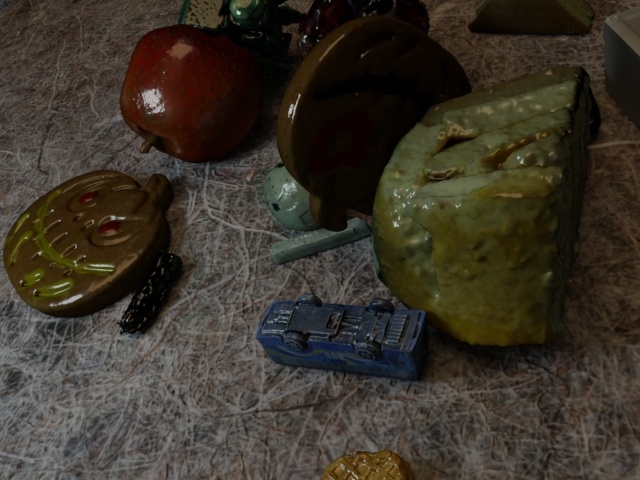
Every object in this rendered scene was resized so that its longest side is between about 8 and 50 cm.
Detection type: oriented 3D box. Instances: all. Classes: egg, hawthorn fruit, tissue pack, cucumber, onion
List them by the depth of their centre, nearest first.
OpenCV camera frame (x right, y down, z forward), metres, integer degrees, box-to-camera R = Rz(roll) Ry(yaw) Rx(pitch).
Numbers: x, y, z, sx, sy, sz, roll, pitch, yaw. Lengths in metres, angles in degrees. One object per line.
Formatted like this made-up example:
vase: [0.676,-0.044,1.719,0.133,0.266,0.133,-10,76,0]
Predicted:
tissue pack: [0.559,-0.259,1.095,0.159,0.136,0.246,-17,41,7]
egg: [-0.035,-0.079,1.185,0.164,0.131,0.131,4,46,48]
cucumber: [-0.283,0.084,1.186,0.053,0.053,0.181,3,49,27]
hawthorn fruit: [-0.261,-0.283,1.405,0.275,0.275,0.299,20,70,39]
onion: [0.105,-0.423,1.422,0.281,0.221,0.281,-8,47,9]

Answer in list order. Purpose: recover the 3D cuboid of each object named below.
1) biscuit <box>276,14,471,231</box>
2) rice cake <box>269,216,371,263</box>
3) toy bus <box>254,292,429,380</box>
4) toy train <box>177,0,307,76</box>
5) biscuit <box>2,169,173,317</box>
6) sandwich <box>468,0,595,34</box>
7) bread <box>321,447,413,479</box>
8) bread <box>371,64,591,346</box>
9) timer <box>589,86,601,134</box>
biscuit: [0.083,-0.149,1.036,0.063,0.367,0.314,39,104,39]
rice cake: [0.000,-0.001,1.155,0.171,0.033,0.029,-17,42,8]
toy bus: [0.032,0.129,0.956,0.236,0.094,0.079,2,53,29]
toy train: [-0.168,-0.467,1.542,0.238,0.299,0.167,12,85,10]
biscuit: [-0.436,-0.024,1.354,0.350,0.070,0.394,-40,43,-19]
sandwich: [0.418,-0.472,1.427,0.258,0.096,0.094,13,47,32]
bread: [0.053,0.282,0.820,0.111,0.044,0.083,-15,40,13]
bread: [0.220,-0.068,0.969,0.264,0.239,0.395,0,38,26]
timer: [0.362,-0.206,1.193,0.187,0.055,0.144,-15,48,17]
